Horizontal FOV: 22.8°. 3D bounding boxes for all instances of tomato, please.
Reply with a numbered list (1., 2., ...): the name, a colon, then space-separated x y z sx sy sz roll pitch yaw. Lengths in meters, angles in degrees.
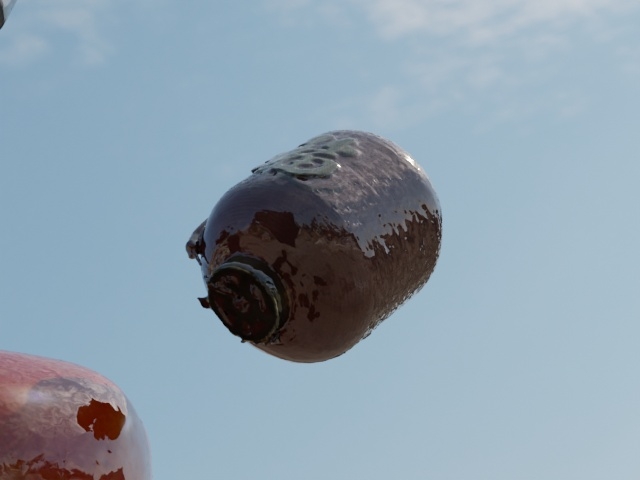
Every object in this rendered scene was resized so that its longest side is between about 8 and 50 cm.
1. tomato: -0.279 0.238 1.255 0.293 0.290 0.325 0 -67 -13

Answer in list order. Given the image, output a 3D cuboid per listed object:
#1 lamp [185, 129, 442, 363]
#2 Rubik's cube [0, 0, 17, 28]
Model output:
1. lamp: 0.000 0.000 1.345 0.180 0.180 0.258 -33 2 40
2. Rubik's cube: -0.358 -0.239 0.827 0.344 0.344 0.337 1 -47 13
